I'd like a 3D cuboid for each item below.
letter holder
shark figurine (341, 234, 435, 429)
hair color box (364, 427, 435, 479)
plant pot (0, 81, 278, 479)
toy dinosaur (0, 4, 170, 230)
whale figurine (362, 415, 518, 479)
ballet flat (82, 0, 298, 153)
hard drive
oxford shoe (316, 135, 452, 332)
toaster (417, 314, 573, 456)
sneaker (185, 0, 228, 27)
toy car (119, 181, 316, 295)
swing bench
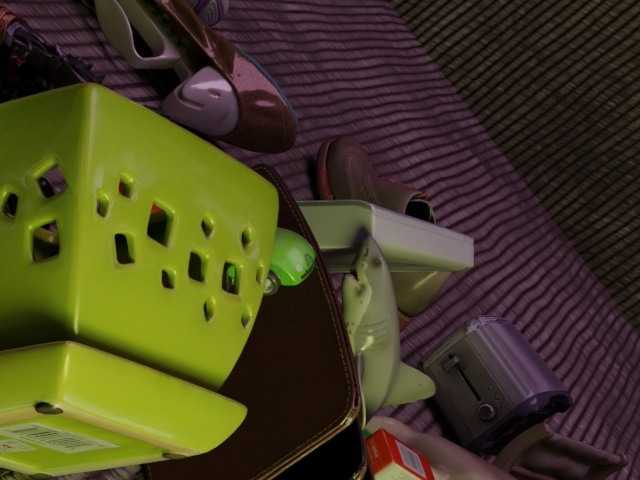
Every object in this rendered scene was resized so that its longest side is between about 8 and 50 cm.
[{"bbox_3d":[-0.039,0.111,1.408,0.152,0.214,0.302,36,23,-42],"label":"letter holder"},{"bbox_3d":[0.043,0.143,1.539,0.116,0.278,0.166,2,51,-21],"label":"shark figurine"},{"bbox_3d":[0.026,0.231,1.456,0.072,0.141,0.043,38,22,-40],"label":"hair color box"},{"bbox_3d":[-0.179,0.043,1.137,0.228,0.227,0.207,30,55,-52],"label":"plant pot"},{"bbox_3d":[-0.274,-0.124,1.397,0.218,0.164,0.322,48,18,6],"label":"toy dinosaur"},{"bbox_3d":[0.132,0.286,1.694,0.272,0.141,0.216,35,3,41],"label":"whale figurine"},{"bbox_3d":[-0.172,-0.215,1.922,0.342,0.116,0.124,50,38,-5],"label":"ballet flat"},{"bbox_3d":[0.000,0.000,1.697,0.353,0.233,0.047,12,78,-69],"label":"hard drive"},{"bbox_3d":[0.090,-0.032,2.155,0.123,0.130,0.348,36,23,-41],"label":"oxford shoe"},{"bbox_3d":[0.221,0.181,2.077,0.146,0.129,0.227,55,19,18],"label":"toaster"},{"bbox_3d":[-0.227,-0.394,2.092,0.305,0.114,0.152,43,21,-29],"label":"sneaker"},{"bbox_3d":[-0.113,0.005,1.350,0.239,0.225,0.053,-60,142,-51],"label":"toy car"},{"bbox_3d":[0.309,0.365,1.891,0.253,0.165,0.254,26,26,-54],"label":"swing bench"}]
